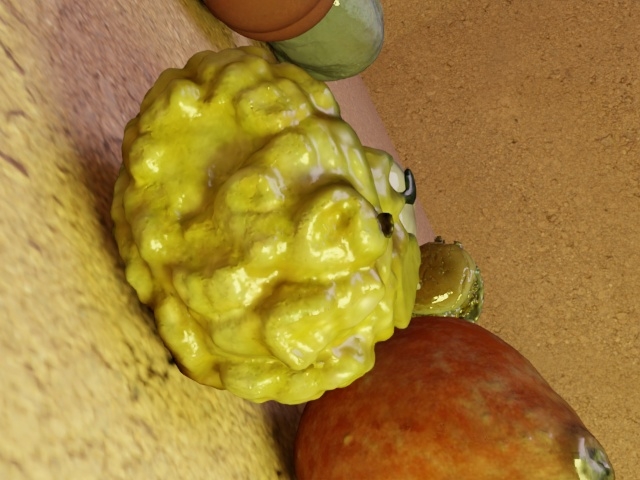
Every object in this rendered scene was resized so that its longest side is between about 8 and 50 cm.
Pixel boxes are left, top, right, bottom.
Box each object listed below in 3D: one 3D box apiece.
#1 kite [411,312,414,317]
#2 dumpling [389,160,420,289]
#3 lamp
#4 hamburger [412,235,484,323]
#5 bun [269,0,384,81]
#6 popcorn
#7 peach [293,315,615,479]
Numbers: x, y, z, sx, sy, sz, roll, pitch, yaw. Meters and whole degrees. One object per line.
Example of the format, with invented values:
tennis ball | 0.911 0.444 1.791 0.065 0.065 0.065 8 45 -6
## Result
kite | 0.002 -0.002 0.736 0.377 0.013 0.327 55 -6 -35
dumpling | 0.065 -0.043 1.089 0.250 0.132 0.162 61 15 -6
lamp | -0.078 -0.413 1.034 0.305 0.240 0.305 57 13 -21
hamburger | 0.197 0.067 1.362 0.131 0.159 0.184 48 37 -42
bun | -0.026 -0.437 1.407 0.361 0.211 0.362 55 15 -22
popcorn | -0.029 -0.010 0.489 0.189 0.170 0.218 28 43 -68
peach | 0.097 0.155 0.534 0.232 0.233 0.232 58 12 -20
